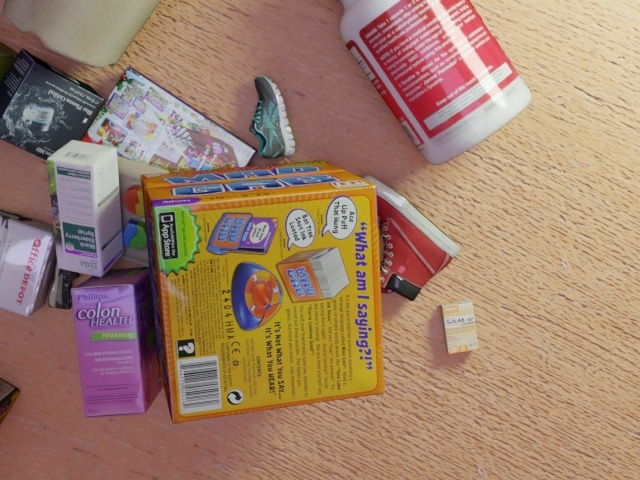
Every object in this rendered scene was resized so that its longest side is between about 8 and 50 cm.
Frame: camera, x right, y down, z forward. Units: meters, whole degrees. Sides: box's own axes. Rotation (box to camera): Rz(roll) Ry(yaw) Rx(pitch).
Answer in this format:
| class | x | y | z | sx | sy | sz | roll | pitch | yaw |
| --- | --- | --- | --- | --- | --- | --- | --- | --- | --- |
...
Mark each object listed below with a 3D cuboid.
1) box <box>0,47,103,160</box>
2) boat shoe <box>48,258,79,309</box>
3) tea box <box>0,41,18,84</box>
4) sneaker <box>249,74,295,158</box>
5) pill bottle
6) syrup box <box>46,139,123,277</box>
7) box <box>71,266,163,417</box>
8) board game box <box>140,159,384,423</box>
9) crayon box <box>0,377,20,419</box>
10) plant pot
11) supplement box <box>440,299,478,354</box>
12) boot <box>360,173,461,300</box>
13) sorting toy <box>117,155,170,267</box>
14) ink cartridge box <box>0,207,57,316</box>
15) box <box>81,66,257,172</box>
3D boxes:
| class | x | y | z | sx | sy | sz | roll | pitch | yaw |
| --- | --- | --- | --- | --- | --- | --- | --- | --- | --- |
| box | -0.521 | -0.246 | 1.748 | 0.156 | 0.093 | 0.158 | 27 | 99 | -41 |
| boat shoe | -0.501 | 0.065 | 1.844 | 0.049 | 0.056 | 0.152 | 14 | 107 | -7 |
| tea box | -0.762 | -0.329 | 1.660 | 0.329 | 0.323 | 0.220 | 33 | 97 | -4 |
| sneaker | -0.105 | -0.233 | 1.785 | 0.076 | 0.065 | 0.166 | -19 | 95 | -20 |
| pill bottle | 0.182 | -0.359 | 1.692 | 0.229 | 0.229 | 0.407 | -35 | 96 | 5 |
| syrup box | -0.434 | -0.057 | 1.731 | 0.093 | 0.096 | 0.236 | 11 | 121 | 12 |
| box | -0.378 | 0.187 | 1.774 | 0.117 | 0.213 | 0.242 | -5 | 96 | 2 |
| board game box | -0.113 | 0.067 | 1.631 | 0.356 | 0.356 | 0.356 | -6 | 103 | -13 |
| crayon box | -0.735 | 0.431 | 1.734 | 0.106 | 0.363 | 0.313 | 33 | 96 | -3 |
| plant pot | -0.400 | -0.490 | 1.661 | 0.334 | 0.334 | 0.305 | 31 | 107 | -3 |
| supplement box | 0.276 | 0.172 | 1.853 | 0.062 | 0.036 | 0.098 | -9 | 97 | 1 |
| boot | 0.128 | 0.001 | 1.812 | 0.244 | 0.088 | 0.176 | 42 | 97 | -8 |
| sorting toy | -0.390 | -0.059 | 1.793 | 0.193 | 0.038 | 0.208 | 17 | 118 | 6 |
| ink cartridge box | -0.640 | 0.027 | 1.814 | 0.237 | 0.100 | 0.171 | 18 | 97 | -1 |
| box | -0.299 | -0.172 | 1.806 | 0.293 | 0.057 | 0.201 | 34 | 97 | -4 |
